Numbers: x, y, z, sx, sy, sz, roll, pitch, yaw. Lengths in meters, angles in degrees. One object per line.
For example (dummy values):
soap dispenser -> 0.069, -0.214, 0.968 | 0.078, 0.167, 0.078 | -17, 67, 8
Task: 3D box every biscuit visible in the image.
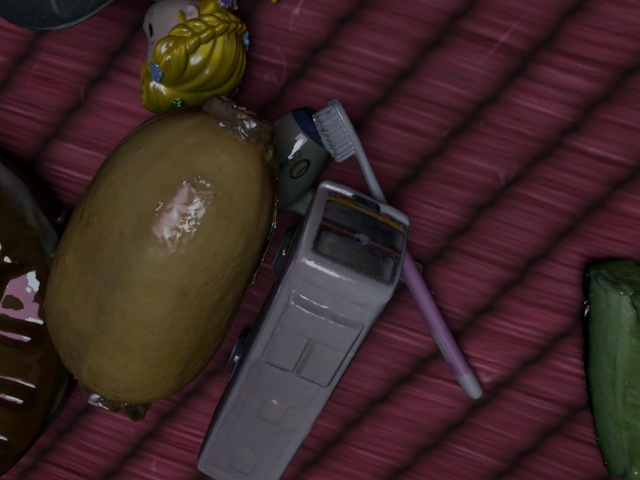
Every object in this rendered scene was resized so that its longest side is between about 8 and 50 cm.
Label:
biscuit -> -0.355, 0.095, 0.602 | 0.366, 0.115, 0.268 | -32, 96, 15

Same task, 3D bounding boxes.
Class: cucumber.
cucumber -> 0.274, 0.112, 0.535 | 0.115, 0.085, 0.193 | 13, 111, 51

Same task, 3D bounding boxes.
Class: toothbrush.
toothbrush -> 0.067, 0.019, 0.543 | 0.025, 0.020, 0.286 | -33, 110, -11

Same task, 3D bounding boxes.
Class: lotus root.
lotus root -> -0.125, 0.023, 0.497 | 0.130, 0.146, 0.303 | 10, 129, -30

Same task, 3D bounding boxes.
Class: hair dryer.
hair dryer -> -0.021, 0.003, 0.577 | 0.167, 0.067, 0.199 | -28, 112, 22

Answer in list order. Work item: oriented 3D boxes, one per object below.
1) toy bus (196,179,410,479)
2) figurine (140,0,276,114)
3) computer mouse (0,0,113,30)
toy bus -> -0.021, 0.087, 0.536 | 0.092, 0.106, 0.268 | 24, 122, -5
figurine -> -0.084, -0.149, 0.524 | 0.114, 0.095, 0.156 | -4, 84, -10
computer mouse -> -0.177, -0.308, 0.355 | 0.167, 0.090, 0.379 | 0, 109, 5
